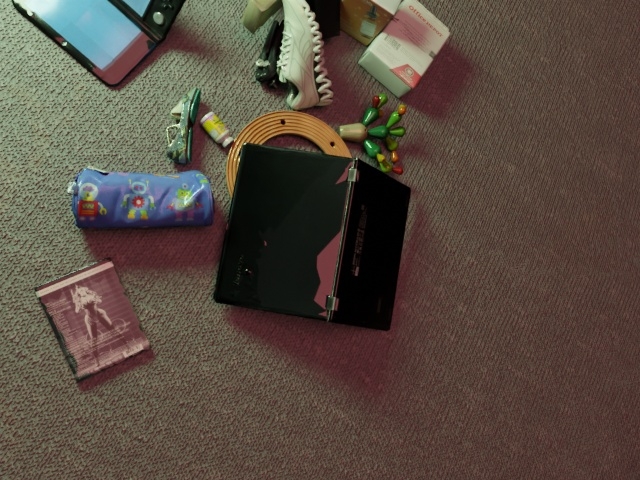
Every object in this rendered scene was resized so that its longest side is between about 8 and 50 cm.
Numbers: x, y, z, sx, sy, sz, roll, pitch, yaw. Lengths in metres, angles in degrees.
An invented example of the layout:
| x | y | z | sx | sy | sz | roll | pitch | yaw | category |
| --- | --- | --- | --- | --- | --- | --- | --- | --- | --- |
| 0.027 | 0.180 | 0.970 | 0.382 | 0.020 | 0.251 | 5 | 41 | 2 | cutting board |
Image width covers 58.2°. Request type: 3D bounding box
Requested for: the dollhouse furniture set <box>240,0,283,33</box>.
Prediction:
| x | y | z | sx | sy | sz | roll | pitch | yaw | category |
| --- | --- | --- | --- | --- | --- | --- | --- | --- | --- |
| -0.186 | -0.647 | 1.359 | 0.242 | 0.212 | 0.161 | 42 | 71 | -8 | dollhouse furniture set |

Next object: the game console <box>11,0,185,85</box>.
| x | y | z | sx | sy | sz | roll | pitch | yaw | category |
| --- | --- | --- | --- | --- | --- | --- | --- | --- | --- |
| -0.484 | -0.543 | 1.265 | 0.293 | 0.250 | 0.173 | 40 | 44 | -11 | game console |

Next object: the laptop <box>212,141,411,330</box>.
| x | y | z | sx | sy | sz | roll | pitch | yaw | category |
| --- | --- | --- | --- | --- | --- | --- | --- | --- | --- |
| 0.000 | 0.000 | 1.407 | 0.408 | 0.236 | 0.382 | 18 | 80 | -50 | laptop |

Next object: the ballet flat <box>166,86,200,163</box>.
| x | y | z | sx | sy | sz | roll | pitch | yaw | category |
| --- | --- | --- | --- | --- | --- | --- | --- | --- | --- |
| -0.323 | -0.273 | 1.338 | 0.070 | 0.070 | 0.188 | 11 | 75 | -18 | ballet flat |

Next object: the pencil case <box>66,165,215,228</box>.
| x | y | z | sx | sy | sz | roll | pitch | yaw | category |
| --- | --- | --- | --- | --- | --- | --- | --- | --- | --- |
| -0.384 | -0.093 | 1.254 | 0.306 | 0.119 | 0.133 | -1 | 99 | -21 | pencil case |

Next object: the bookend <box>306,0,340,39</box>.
| x | y | z | sx | sy | sz | roll | pitch | yaw | category |
| --- | --- | --- | --- | --- | --- | --- | --- | --- | --- |
| -0.019 | -0.623 | 1.483 | 0.072 | 0.156 | 0.157 | -21 | 134 | -22 | bookend |

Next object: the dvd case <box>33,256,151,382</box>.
| x | y | z | sx | sy | sz | roll | pitch | yaw | category |
| --- | --- | --- | --- | --- | --- | --- | --- | --- | --- |
| -0.486 | 0.168 | 1.234 | 0.165 | 0.018 | 0.221 | -25 | 92 | -20 | dvd case |

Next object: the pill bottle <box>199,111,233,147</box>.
| x | y | z | sx | sy | sz | roll | pitch | yaw | category |
| --- | --- | --- | --- | --- | --- | --- | --- | --- | --- |
| -0.246 | -0.262 | 1.372 | 0.043 | 0.043 | 0.083 | -44 | 98 | -20 | pill bottle |

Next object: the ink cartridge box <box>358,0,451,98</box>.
| x | y | z | sx | sy | sz | roll | pitch | yaw | category |
| --- | --- | --- | --- | --- | --- | --- | --- | --- | --- |
| 0.228 | -0.523 | 1.559 | 0.158 | 0.092 | 0.218 | 38 | 73 | -11 | ink cartridge box |

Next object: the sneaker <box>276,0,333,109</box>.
| x | y | z | sx | sy | sz | roll | pitch | yaw | category |
| --- | --- | --- | --- | --- | --- | --- | --- | --- | --- |
| -0.053 | -0.448 | 1.385 | 0.118 | 0.110 | 0.292 | -21 | 126 | -8 | sneaker |

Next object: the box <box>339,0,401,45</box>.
| x | y | z | sx | sy | sz | roll | pitch | yaw | category |
| --- | --- | --- | --- | --- | --- | --- | --- | --- | --- |
| 0.117 | -0.608 | 1.488 | 0.130 | 0.170 | 0.091 | 28 | 74 | -13 | box |

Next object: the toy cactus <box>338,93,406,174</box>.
| x | y | z | sx | sy | sz | roll | pitch | yaw | category |
| --- | --- | --- | --- | --- | --- | --- | --- | --- | --- |
| 0.139 | -0.278 | 1.495 | 0.181 | 0.112 | 0.219 | -2 | 91 | -11 | toy cactus |

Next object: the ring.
| x | y | z | sx | sy | sz | roll | pitch | yaw | category |
| --- | --- | --- | --- | --- | --- | --- | --- | --- | --- |
| -0.070 | -0.157 | 1.429 | 0.337 | 0.032 | 0.336 | 3 | 80 | -20 | ring |

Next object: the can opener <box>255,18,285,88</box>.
| x | y | z | sx | sy | sz | roll | pitch | yaw | category |
| --- | --- | --- | --- | --- | --- | --- | --- | --- | --- |
| -0.124 | -0.476 | 1.450 | 0.059 | 0.073 | 0.186 | 3 | 75 | 20 | can opener |
